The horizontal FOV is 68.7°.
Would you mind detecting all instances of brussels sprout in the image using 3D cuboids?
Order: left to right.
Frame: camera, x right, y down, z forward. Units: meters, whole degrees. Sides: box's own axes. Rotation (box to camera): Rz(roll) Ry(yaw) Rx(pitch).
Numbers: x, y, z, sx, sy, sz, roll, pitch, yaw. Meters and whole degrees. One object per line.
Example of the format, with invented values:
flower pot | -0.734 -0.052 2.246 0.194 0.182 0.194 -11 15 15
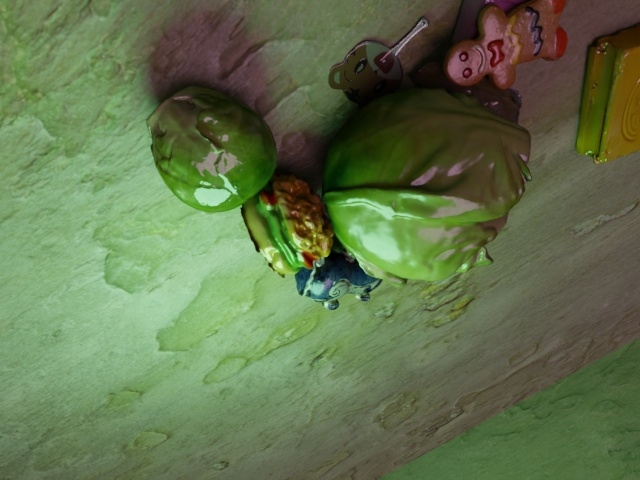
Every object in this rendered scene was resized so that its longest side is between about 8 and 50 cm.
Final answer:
brussels sprout | -0.204 -0.173 0.897 0.244 0.244 0.243 -10 132 -12
brussels sprout | 0.183 -0.109 0.992 0.362 0.342 0.425 12 124 -12

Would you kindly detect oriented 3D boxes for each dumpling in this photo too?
dumpling | 0.358 -0.323 1.045 0.332 0.085 0.166 27 148 -36

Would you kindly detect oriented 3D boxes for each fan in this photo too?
fan | 0.133 -0.373 0.972 0.227 0.008 0.153 -43 129 19

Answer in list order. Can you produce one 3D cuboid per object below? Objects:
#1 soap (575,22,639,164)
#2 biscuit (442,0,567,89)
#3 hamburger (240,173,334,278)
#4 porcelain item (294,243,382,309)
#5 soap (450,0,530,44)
soap | 0.760 -0.356 1.152 0.205 0.096 0.324 -21 133 -2
biscuit | 0.358 -0.375 0.903 0.250 0.036 0.165 -23 120 2
hamburger | -0.061 -0.047 1.031 0.149 0.237 0.237 -26 133 15
porcelain item | 0.067 0.065 1.215 0.288 0.138 0.186 -1 121 -43
soap | 0.384 -0.496 0.907 0.181 0.081 0.259 -1 129 -18
